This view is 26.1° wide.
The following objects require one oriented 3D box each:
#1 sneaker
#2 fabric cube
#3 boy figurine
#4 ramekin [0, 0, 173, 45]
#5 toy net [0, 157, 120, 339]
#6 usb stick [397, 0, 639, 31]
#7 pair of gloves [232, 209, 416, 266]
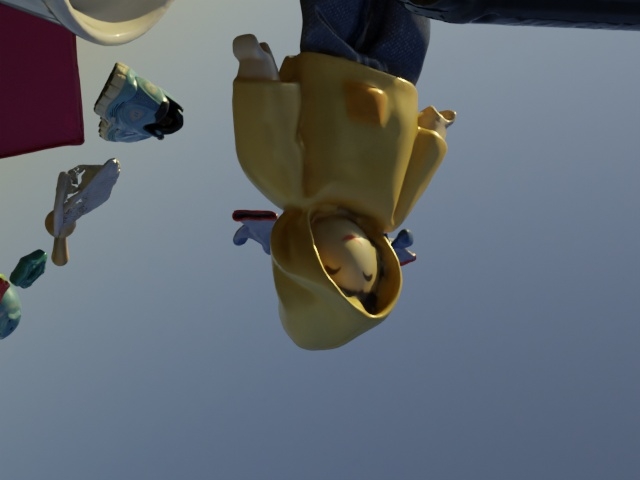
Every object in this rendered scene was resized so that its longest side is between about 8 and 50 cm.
[{"bbox_3d":[-0.164,-0.113,1.283,0.063,0.073,0.162,-64,180,-4],"label":"sneaker"},{"bbox_3d":[-0.473,-0.274,1.842,0.254,0.259,0.258,-13,-134,-19],"label":"fabric cube"},{"bbox_3d":[0.014,-0.074,0.877,0.092,0.177,0.285,-8,-114,50],"label":"boy figurine"},{"bbox_3d":[-0.222,-0.326,1.256,0.135,0.277,0.277,16,-133,20],"label":"ramekin"},{"bbox_3d":[-0.272,0.007,1.277,0.232,0.045,0.122,-54,167,12],"label":"toy net"},{"bbox_3d":[0.153,-0.118,0.634,0.077,0.278,0.045,40,-55,49],"label":"usb stick"},{"bbox_3d":[0.000,0.000,1.367,0.198,0.159,0.023,3,-103,17],"label":"pair of gloves"}]
